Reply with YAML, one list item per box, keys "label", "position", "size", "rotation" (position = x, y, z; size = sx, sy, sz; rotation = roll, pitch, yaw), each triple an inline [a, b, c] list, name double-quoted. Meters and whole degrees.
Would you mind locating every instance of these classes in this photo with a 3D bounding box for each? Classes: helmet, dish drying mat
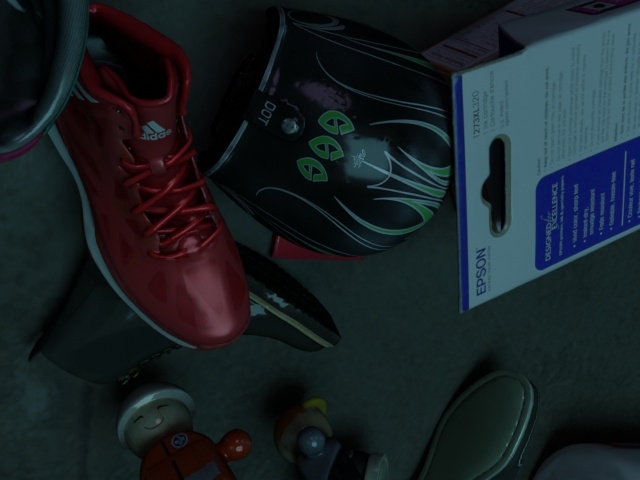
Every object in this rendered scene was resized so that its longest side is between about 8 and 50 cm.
- label: "helmet"
  position: [0.015, -0.067, 0.592]
  size: [0.161, 0.169, 0.169]
  rotation: [24, 101, -18]
- label: "dish drying mat"
  position: [0.000, 0.000, 0.701]
  size: [0.083, 0.008, 0.032]
  rotation: [2, 111, -29]

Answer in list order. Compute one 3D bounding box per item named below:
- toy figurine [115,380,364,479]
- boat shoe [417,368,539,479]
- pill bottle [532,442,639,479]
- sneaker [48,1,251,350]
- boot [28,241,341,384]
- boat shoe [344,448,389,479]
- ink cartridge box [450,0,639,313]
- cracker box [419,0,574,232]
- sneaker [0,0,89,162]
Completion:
- label: "toy figurine"
  position: [-0.079, 0.219, 0.675]
  size: [0.209, 0.148, 0.213]
  rotation: [9, 116, -38]
- label: "boat shoe"
  position: [0.147, 0.224, 0.852]
  size: [0.069, 0.081, 0.228]
  rotation: [18, 107, -42]
- label: "pill bottle"
  position: [0.396, 0.313, 0.970]
  size: [0.318, 0.176, 0.176]
  rotation: [9, 109, -32]
- label: "sneaker"
  position: [-0.098, -0.031, 0.508]
  size: [0.087, 0.128, 0.221]
  rotation: [-35, 98, -20]
- label: "boot"
  position: [-0.097, 0.065, 0.648]
  size: [0.198, 0.077, 0.137]
  rotation: [31, 101, -23]
- label: "boat shoe"
  position: [0.024, 0.281, 0.824]
  size: [0.079, 0.084, 0.233]
  rotation: [2, 126, 9]
- label: "ink cartridge box"
  position: [0.228, -0.095, 0.654]
  size: [0.371, 0.069, 0.176]
  rotation: [-23, 123, -26]
- label: "cracker box"
  position: [0.203, -0.126, 0.716]
  size: [0.232, 0.067, 0.156]
  rotation: [-30, 125, -13]
- label: "sneaker"
  position: [-0.204, -0.150, 0.395]
  size: [0.124, 0.178, 0.295]
  rotation: [-41, 127, -23]
